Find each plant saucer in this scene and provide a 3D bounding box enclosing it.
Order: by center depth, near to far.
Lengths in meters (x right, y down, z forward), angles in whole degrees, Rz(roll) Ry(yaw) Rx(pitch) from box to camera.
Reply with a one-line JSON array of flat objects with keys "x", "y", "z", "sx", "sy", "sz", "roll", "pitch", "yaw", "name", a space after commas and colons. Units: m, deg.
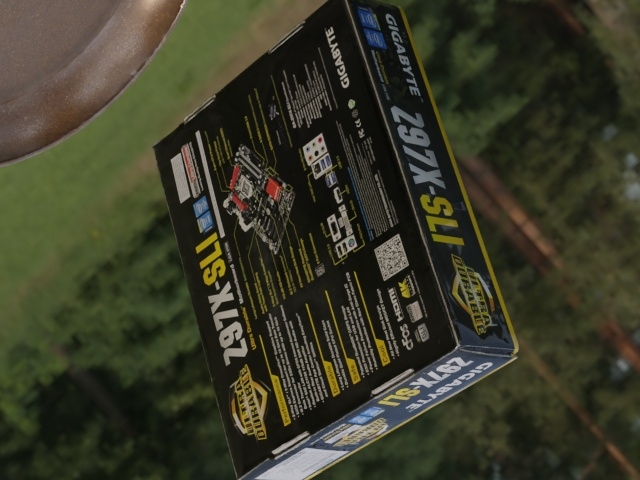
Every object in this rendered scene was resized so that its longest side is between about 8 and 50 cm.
[{"x": -0.211, "y": -0.190, "z": 1.205, "sx": 0.310, "sy": 0.050, "sz": 0.310, "roll": -37, "pitch": 152, "yaw": -24, "name": "plant saucer"}]

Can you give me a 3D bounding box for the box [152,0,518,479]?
[{"x": 0.000, "y": 0.000, "z": 1.317, "sx": 0.079, "sy": 0.322, "sz": 0.257, "roll": 8, "pitch": 146, "yaw": -43, "name": "box"}]
